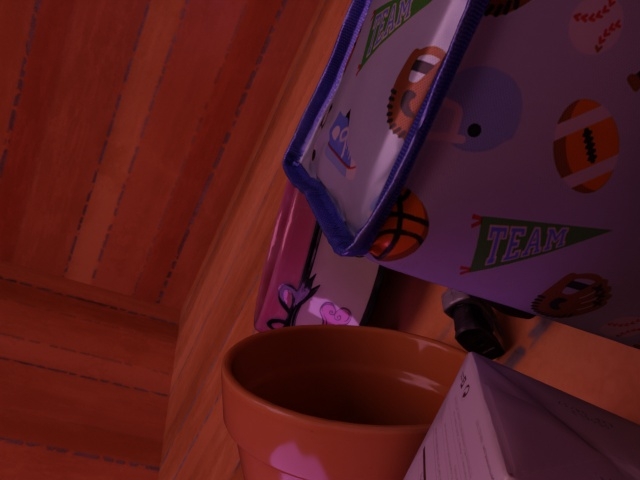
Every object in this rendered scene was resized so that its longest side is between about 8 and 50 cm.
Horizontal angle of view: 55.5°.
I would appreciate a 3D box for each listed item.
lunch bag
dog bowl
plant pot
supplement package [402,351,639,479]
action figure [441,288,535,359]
[{"bbox_3d":[0.202,-0.140,0.414,0.385,0.328,0.239,-64,24,15],"label":"lunch bag"},{"bbox_3d":[0.000,0.000,1.013,0.408,0.150,0.407,-166,90,-83],"label":"dog bowl"},{"bbox_3d":[0.037,0.229,0.658,0.291,0.291,0.203,-148,60,-71],"label":"plant pot"},{"bbox_3d":[0.126,0.263,0.411,0.175,0.178,0.292,-59,-8,-77],"label":"supplement package"},{"bbox_3d":[0.166,-0.010,0.729,0.185,0.099,0.285,-48,34,34],"label":"action figure"}]
